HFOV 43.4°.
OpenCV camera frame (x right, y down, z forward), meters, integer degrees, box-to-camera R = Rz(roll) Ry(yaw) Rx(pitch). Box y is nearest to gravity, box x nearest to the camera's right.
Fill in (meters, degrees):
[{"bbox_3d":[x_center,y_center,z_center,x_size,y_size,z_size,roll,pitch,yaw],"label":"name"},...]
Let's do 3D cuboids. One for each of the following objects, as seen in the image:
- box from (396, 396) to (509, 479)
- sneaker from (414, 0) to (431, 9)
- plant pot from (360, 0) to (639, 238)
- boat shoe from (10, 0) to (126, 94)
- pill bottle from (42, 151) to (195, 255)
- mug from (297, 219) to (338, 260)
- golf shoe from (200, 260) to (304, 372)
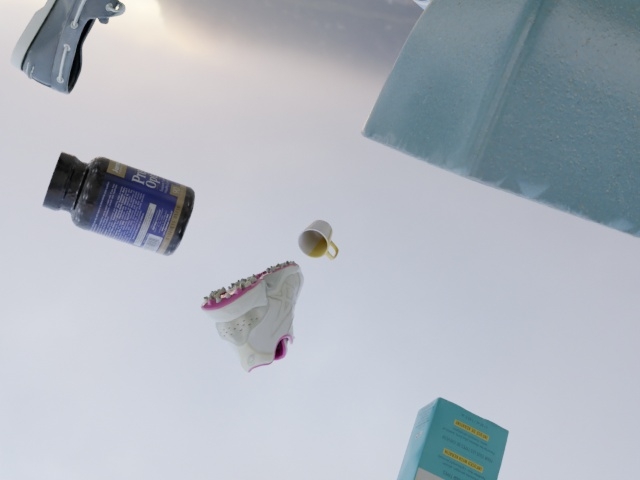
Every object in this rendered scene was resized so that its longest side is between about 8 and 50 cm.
[{"bbox_3d":[0.133,0.311,0.914,0.100,0.060,0.244,27,-123,-5],"label":"box"},{"bbox_3d":[0.174,-0.425,1.253,0.208,0.127,0.319,34,-166,-16],"label":"sneaker"},{"bbox_3d":[0.227,-0.171,0.814,0.247,0.252,0.248,15,-170,-23],"label":"plant pot"},{"bbox_3d":[-0.331,-0.353,1.179,0.099,0.319,0.116,39,-160,-8],"label":"boat shoe"},{"bbox_3d":[-0.324,-0.062,1.296,0.219,0.123,0.123,19,-164,-18],"label":"pill bottle"},{"bbox_3d":[-0.004,-0.002,1.536,0.062,0.078,0.064,-6,-154,20],"label":"mug"},{"bbox_3d":[-0.089,0.118,1.284,0.115,0.140,0.306,-24,-179,19],"label":"golf shoe"}]
